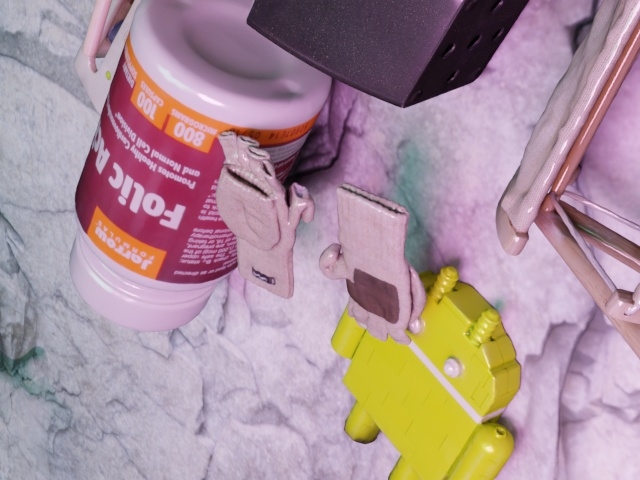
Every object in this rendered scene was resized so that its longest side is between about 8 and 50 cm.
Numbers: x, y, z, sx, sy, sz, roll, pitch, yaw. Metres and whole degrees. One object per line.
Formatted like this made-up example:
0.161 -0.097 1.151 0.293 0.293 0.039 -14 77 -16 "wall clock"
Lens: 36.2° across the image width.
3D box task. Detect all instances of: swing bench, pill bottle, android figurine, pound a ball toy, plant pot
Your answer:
0.261 -0.070 0.693 0.255 0.165 0.253 46 132 33 "swing bench"
-0.160 -0.083 1.149 0.224 0.224 0.392 54 136 26 "pill bottle"
0.109 0.147 1.026 0.248 0.056 0.273 50 136 29 "android figurine"
-0.221 -0.292 1.176 0.319 0.208 0.136 -46 65 47 "pound a ball toy"
0.080 -0.227 0.869 0.167 0.188 0.187 46 133 16 "plant pot"

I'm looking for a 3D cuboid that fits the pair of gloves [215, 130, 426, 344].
0.000 0.000 0.971 0.240 0.042 0.204 22 143 30 "pair of gloves"
